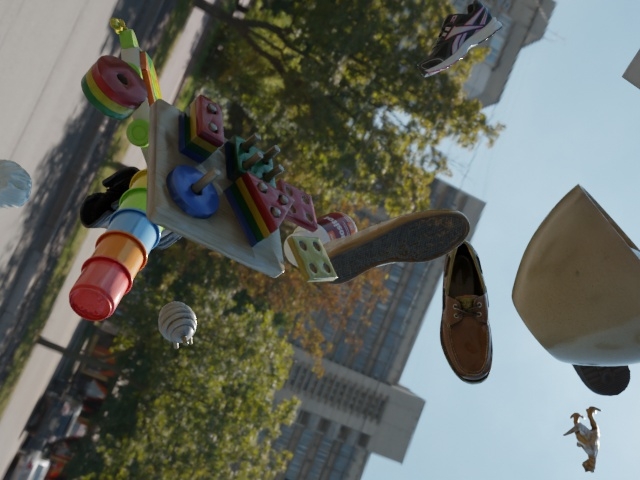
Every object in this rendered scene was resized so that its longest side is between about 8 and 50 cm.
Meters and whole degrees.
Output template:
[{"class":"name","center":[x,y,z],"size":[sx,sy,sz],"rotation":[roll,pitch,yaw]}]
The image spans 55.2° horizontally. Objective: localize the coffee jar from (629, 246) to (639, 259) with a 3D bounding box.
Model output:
[{"class":"coffee jar","center":[0.434,0.047,0.907],"size":[0.096,0.184,0.079],"rotation":[38,-69,40]}]

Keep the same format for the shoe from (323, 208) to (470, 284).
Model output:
[{"class":"shoe","center":[0.099,-0.002,0.861],"size":[0.219,0.077,0.058],"rotation":[-17,-152,8]}]

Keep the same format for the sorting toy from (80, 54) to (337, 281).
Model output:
[{"class":"sorting toy","center":[-0.071,-0.049,0.523],"size":[0.046,0.274,0.132],"rotation":[-35,-134,28]}]

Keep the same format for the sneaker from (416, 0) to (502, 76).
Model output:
[{"class":"sneaker","center":[0.239,-0.369,1.116],"size":[0.178,0.077,0.072],"rotation":[-39,-170,-12]}]

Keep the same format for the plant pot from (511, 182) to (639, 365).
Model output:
[{"class":"plant pot","center":[0.412,0.082,0.941],"size":[0.191,0.284,0.284],"rotation":[-42,-159,22]}]

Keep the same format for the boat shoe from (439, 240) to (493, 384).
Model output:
[{"class":"boat shoe","center":[0.305,0.147,1.310],"size":[0.104,0.110,0.307],"rotation":[71,15,-59]}]

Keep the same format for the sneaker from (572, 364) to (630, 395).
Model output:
[{"class":"sneaker","center":[0.524,0.162,1.262],"size":[0.131,0.112,0.319],"rotation":[44,31,-72]}]

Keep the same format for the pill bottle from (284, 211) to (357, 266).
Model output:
[{"class":"pill bottle","center":[0.000,0.000,1.174],"size":[0.152,0.086,0.086],"rotation":[-25,154,-54]}]

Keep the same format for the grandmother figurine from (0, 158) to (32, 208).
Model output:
[{"class":"grandmother figurine","center":[-0.675,-0.143,1.162],"size":[0.104,0.342,0.208],"rotation":[-31,135,-50]}]

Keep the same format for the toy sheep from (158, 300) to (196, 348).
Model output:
[{"class":"toy sheep","center":[-0.311,0.184,1.337],"size":[0.132,0.091,0.091],"rotation":[46,-66,42]}]

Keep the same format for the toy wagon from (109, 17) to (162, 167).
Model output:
[{"class":"toy wagon","center":[-0.398,-0.326,1.370],"size":[0.267,0.068,0.345],"rotation":[-149,-132,-81]}]

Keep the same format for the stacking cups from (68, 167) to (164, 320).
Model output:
[{"class":"stacking cups","center":[-0.297,-0.006,0.948],"size":[0.096,0.096,0.316],"rotation":[-57,-166,28]}]

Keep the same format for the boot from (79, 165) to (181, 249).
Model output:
[{"class":"boot","center":[-0.306,-0.104,1.253],"size":[0.338,0.222,0.118],"rotation":[-39,-116,11]}]

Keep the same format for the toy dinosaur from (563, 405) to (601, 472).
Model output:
[{"class":"toy dinosaur","center":[0.518,0.377,1.188],"size":[0.064,0.211,0.112],"rotation":[-14,-140,26]}]

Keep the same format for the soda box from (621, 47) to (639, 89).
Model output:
[{"class":"soda box","center":[0.528,-0.199,0.825],"size":[0.069,0.216,0.074],"rotation":[-39,161,-16]}]
